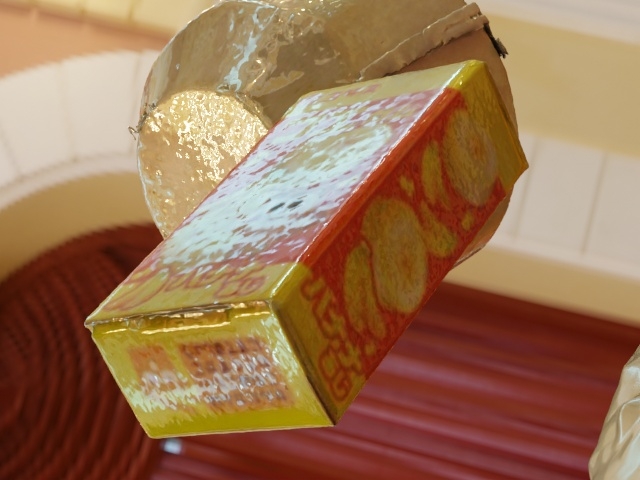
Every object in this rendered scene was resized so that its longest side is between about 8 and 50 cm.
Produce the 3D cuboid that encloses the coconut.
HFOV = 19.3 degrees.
[{"bbox_3d":[0.011,-0.084,1.558,0.323,0.323,0.323,13,-90,-78],"label":"coconut"}]

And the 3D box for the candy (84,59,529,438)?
[{"bbox_3d":[0.000,0.000,1.109,0.276,0.146,0.088,-51,-58,-46],"label":"candy"}]

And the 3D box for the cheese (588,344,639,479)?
[{"bbox_3d":[0.232,0.056,0.683,0.173,0.251,0.248,-44,22,43],"label":"cheese"}]
